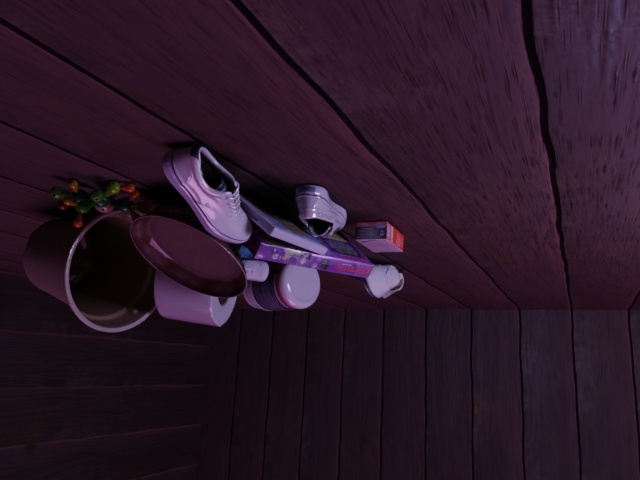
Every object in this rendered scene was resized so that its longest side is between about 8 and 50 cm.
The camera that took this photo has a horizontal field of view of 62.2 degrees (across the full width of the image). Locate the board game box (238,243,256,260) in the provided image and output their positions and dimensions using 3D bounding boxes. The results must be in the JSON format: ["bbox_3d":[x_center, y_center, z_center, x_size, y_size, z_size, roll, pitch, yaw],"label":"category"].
[{"bbox_3d":[-0.289,0.012,1.610,0.186,0.026,0.126,-2,136,18],"label":"board game box"}]

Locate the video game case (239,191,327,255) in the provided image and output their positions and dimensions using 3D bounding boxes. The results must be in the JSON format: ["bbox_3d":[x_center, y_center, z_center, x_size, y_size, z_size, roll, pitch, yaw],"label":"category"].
[{"bbox_3d":[-0.103,-0.045,1.225,0.193,0.023,0.212,39,-171,34],"label":"video game case"}]

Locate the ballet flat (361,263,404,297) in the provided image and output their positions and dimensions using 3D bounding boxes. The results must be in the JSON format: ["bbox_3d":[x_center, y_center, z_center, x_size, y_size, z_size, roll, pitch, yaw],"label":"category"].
[{"bbox_3d":[0.250,0.148,2.038,0.139,0.139,0.400,0,171,14],"label":"ballet flat"}]

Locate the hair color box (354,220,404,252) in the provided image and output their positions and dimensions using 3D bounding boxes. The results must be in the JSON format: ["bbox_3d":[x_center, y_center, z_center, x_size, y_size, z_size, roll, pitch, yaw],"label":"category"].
[{"bbox_3d":[0.168,-0.008,1.492,0.093,0.053,0.167,-1,168,23],"label":"hair color box"}]

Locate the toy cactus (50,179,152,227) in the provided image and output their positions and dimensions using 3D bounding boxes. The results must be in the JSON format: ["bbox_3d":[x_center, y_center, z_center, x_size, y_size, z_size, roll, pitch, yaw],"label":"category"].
[{"bbox_3d":[-0.510,-0.084,1.253,0.219,0.112,0.180,-2,179,-16],"label":"toy cactus"}]

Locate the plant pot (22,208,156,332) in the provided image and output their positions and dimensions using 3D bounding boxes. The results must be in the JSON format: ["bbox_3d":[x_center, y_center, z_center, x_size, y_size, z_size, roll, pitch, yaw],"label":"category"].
[{"bbox_3d":[-0.648,0.062,1.492,0.306,0.333,0.334,8,171,33],"label":"plant pot"}]

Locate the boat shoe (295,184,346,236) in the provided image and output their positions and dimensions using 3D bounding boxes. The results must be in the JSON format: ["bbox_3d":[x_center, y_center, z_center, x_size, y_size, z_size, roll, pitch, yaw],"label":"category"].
[{"bbox_3d":[0.004,-0.051,1.265,0.096,0.088,0.267,0,166,11],"label":"boat shoe"}]

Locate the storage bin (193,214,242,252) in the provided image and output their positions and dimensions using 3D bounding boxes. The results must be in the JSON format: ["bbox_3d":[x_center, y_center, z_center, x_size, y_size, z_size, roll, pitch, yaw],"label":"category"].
[{"bbox_3d":[-0.266,-0.035,1.386,0.091,0.098,0.135,9,146,23],"label":"storage bin"}]

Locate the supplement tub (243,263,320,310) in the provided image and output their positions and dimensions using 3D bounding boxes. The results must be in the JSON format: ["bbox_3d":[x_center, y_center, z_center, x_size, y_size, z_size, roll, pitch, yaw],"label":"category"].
[{"bbox_3d":[-0.153,0.171,2.028,0.191,0.191,0.272,15,162,-42],"label":"supplement tub"}]

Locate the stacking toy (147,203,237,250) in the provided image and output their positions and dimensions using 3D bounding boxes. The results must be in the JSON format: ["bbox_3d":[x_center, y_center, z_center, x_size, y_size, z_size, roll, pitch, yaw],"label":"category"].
[{"bbox_3d":[-0.318,-0.016,1.326,0.221,0.052,0.167,2,138,44],"label":"stacking toy"}]

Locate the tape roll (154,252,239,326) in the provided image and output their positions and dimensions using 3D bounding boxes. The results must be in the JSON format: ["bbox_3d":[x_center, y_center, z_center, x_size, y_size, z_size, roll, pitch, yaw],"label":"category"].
[{"bbox_3d":[-0.350,0.114,1.536,0.169,0.246,0.246,8,168,9],"label":"tape roll"}]

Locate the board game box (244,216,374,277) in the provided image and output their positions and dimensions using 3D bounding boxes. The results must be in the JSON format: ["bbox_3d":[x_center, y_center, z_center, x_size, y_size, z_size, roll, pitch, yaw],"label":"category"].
[{"bbox_3d":[-0.049,0.002,1.348,0.347,0.056,0.208,13,-162,-36],"label":"board game box"}]

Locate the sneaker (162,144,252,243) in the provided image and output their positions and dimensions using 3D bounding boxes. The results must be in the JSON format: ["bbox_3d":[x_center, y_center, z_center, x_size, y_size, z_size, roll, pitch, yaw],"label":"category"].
[{"bbox_3d":[-0.199,-0.081,1.040,0.091,0.094,0.258,-7,143,29],"label":"sneaker"}]

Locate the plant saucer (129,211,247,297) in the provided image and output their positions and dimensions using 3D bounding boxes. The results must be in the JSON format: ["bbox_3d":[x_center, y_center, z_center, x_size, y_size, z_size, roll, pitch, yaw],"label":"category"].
[{"bbox_3d":[-0.312,0.031,1.291,0.311,0.050,0.310,16,144,12],"label":"plant saucer"}]

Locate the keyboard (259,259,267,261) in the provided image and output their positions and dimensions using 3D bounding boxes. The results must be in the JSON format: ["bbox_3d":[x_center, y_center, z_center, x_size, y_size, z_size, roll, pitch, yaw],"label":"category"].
[{"bbox_3d":[-0.190,0.043,1.717,0.317,0.033,0.201,-5,165,25],"label":"keyboard"}]

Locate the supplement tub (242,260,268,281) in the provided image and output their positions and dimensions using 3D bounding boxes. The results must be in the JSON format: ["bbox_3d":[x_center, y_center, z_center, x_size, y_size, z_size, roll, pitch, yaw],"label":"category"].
[{"bbox_3d":[-0.231,0.095,1.723,0.107,0.071,0.071,12,164,-37],"label":"supplement tub"}]
